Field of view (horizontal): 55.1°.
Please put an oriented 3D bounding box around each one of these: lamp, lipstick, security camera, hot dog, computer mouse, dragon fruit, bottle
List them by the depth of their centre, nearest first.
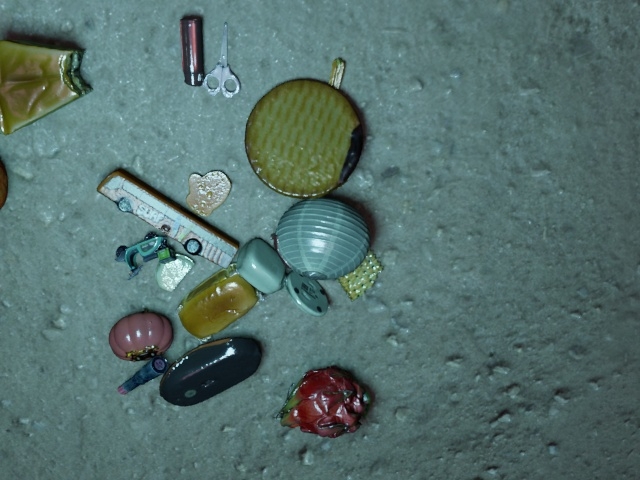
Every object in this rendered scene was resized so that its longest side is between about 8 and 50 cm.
[{"bbox_3d":[-0.326,-0.479,1.569,0.060,0.060,0.164,0,109,-4],"label":"bottle"},{"bbox_3d":[0.043,-0.441,1.629,0.037,0.021,0.083,20,110,11],"label":"hot dog"},{"bbox_3d":[0.000,0.000,1.661,0.265,0.233,0.233,18,106,-5],"label":"lamp"},{"bbox_3d":[-0.106,0.119,1.739,0.301,0.157,0.080,38,116,-15],"label":"security camera"},{"bbox_3d":[-0.514,0.269,1.758,0.182,0.140,0.182,-16,153,-8],"label":"lamp"},{"bbox_3d":[-0.326,0.373,1.808,0.323,0.116,0.183,-26,142,-1],"label":"computer mouse"},{"bbox_3d":[-0.536,0.405,1.810,0.234,0.053,0.053,-33,110,36],"label":"lipstick"},{"bbox_3d":[0.000,0.495,1.826,0.293,0.234,0.234,-18,110,-14],"label":"dragon fruit"}]

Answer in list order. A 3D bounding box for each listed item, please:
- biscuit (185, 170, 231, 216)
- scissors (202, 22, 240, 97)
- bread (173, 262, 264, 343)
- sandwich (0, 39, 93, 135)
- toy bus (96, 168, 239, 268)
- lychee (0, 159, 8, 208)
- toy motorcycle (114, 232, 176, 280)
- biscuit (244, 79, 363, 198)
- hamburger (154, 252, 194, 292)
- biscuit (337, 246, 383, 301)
[{"bbox_3d":[-0.317,-0.141,1.701,0.140,0.023,0.118,-40,107,10],"label":"biscuit"},{"bbox_3d":[-0.253,-0.470,1.600,0.100,0.015,0.189,6,107,-4],"label":"scissors"},{"bbox_3d":[-0.292,0.179,1.762,0.241,0.107,0.136,-33,109,12],"label":"bread"},{"bbox_3d":[-0.681,-0.370,1.526,0.198,0.155,0.228,7,108,-7],"label":"sandwich"},{"bbox_3d":[-0.414,-0.057,1.687,0.408,0.093,0.092,33,95,-15],"label":"toy bus"},{"bbox_3d":[-0.928,-0.133,1.543,0.255,0.255,0.300,-13,77,0],"label":"lychee"},{"bbox_3d":[-0.497,0.041,1.718,0.173,0.058,0.100,-20,75,9],"label":"toy motorcycle"},{"bbox_3d":[-0.045,-0.266,1.621,0.317,0.040,0.318,0,87,-2],"label":"biscuit"},{"bbox_3d":[-0.426,0.083,1.755,0.084,0.054,0.121,42,98,-11],"label":"hamburger"},{"bbox_3d":[0.098,0.068,1.805,0.144,0.016,0.203,-32,107,7],"label":"biscuit"}]
